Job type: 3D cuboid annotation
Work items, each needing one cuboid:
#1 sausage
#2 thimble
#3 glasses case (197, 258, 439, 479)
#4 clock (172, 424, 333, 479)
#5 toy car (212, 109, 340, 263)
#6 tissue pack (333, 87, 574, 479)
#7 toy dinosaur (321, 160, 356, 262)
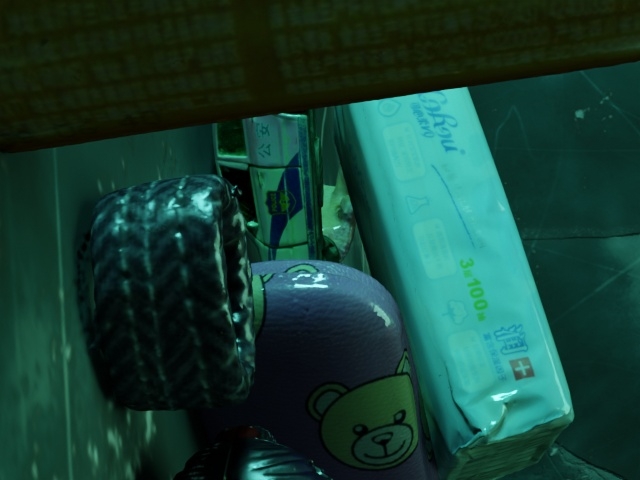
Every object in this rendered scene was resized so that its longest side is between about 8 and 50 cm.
[{"bbox_3d":[0.026,-0.098,0.503,0.093,0.312,0.093,-8,90,-84],"label":"sausage"},{"bbox_3d":[-0.065,0.023,0.633,0.095,0.066,0.104,69,16,-69],"label":"thimble"},{"bbox_3d":[0.005,0.137,0.816,0.075,0.123,0.316,-80,161,-49],"label":"glasses case"},{"bbox_3d":[-0.021,0.204,0.658,0.195,0.100,0.194,71,15,-49],"label":"clock"},{"bbox_3d":[-0.030,-0.048,0.924,0.090,0.076,0.224,-85,172,-75],"label":"toy car"},{"bbox_3d":[0.079,0.016,0.890,0.177,0.089,0.263,92,-15,-72],"label":"tissue pack"},{"bbox_3d":[-0.005,0.000,1.180,0.251,0.072,0.199,-116,-154,-76],"label":"toy dinosaur"}]
